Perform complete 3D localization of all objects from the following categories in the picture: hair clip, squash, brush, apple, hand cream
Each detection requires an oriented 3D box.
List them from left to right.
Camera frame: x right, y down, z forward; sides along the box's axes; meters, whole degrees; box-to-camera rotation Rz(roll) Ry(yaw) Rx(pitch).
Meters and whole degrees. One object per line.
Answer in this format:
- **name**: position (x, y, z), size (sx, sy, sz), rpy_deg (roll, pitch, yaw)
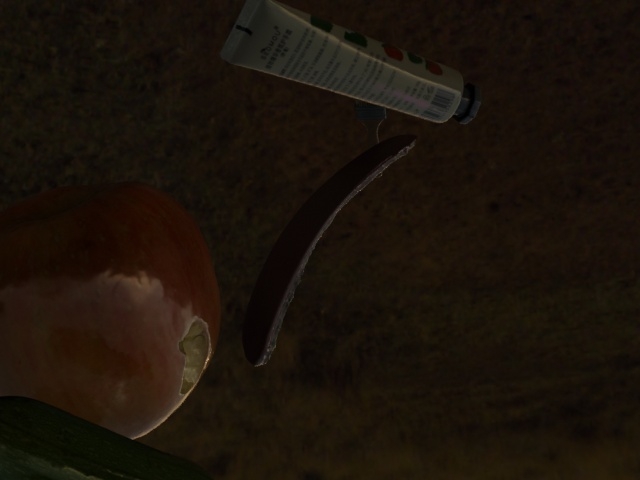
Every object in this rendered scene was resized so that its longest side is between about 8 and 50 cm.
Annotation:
- **apple**: position (-0.213, 0.071, 0.805), size (0.242, 0.241, 0.242), rpy_deg (-13, -159, 5)
- **squash**: position (-0.163, 0.178, 0.623), size (0.219, 0.068, 0.077), rpy_deg (26, 165, -14)
- **hair clip**: position (-0.001, 0.000, 0.407), size (0.022, 0.137, 0.054), rpy_deg (36, 179, -17)
- **hand cream**: position (0.040, -0.177, 0.850), size (0.276, 0.059, 0.095), rpy_deg (14, 143, -23)
- **brush**: position (0.072, -0.152, 1.145), size (0.043, 0.014, 0.170), rpy_deg (0, 136, 9)
